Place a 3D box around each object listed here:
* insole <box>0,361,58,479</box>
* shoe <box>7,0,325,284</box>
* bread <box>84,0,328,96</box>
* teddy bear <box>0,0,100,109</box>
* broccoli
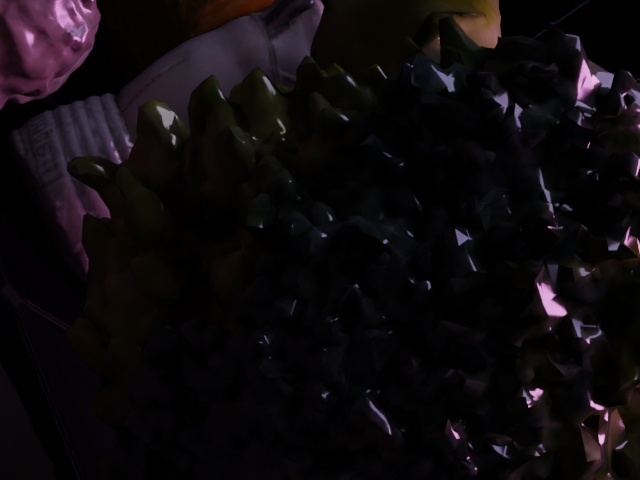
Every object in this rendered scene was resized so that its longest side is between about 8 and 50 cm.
[{"bbox_3d":[-0.086,0.134,0.494,0.328,0.007,0.111,59,6,22],"label":"insole"},{"bbox_3d":[0.000,0.000,0.825,0.342,0.210,0.132,49,10,-44],"label":"shoe"},{"bbox_3d":[-0.054,-0.145,1.010,0.376,0.208,0.251,55,-33,15],"label":"bread"},{"bbox_3d":[-0.186,-0.125,0.442,0.236,0.151,0.267,66,7,24],"label":"teddy bear"},{"bbox_3d":[0.040,0.015,0.523,0.353,0.274,0.397,129,-31,-69],"label":"broccoli"}]
